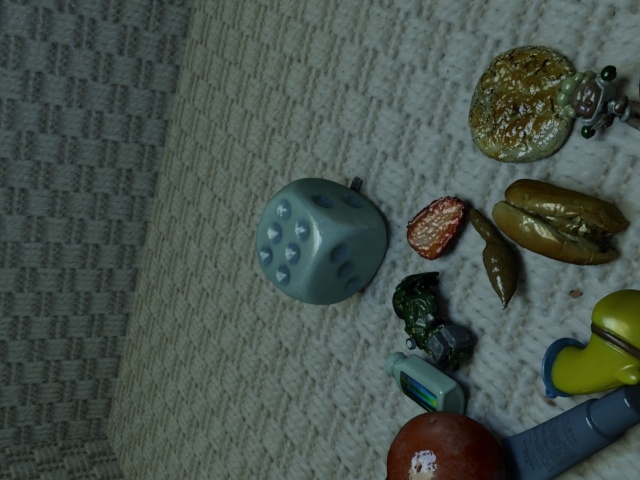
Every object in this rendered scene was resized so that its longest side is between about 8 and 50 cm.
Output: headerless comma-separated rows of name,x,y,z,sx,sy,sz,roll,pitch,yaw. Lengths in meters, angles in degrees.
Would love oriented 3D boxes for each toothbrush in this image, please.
toothbrush,0.062,-0.039,2.115,0.031,0.023,0.321,47,125,49

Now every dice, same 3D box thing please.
dice,0.000,0.000,1.970,0.264,0.263,0.268,48,123,36

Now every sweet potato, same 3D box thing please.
sweet potato,0.394,0.029,1.595,0.075,0.075,0.269,-50,39,41

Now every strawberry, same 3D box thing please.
strawberry,0.294,-0.034,1.743,0.188,0.082,0.121,-43,73,34

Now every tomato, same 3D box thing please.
tomato,0.281,0.503,1.559,0.265,0.265,0.264,-5,84,55

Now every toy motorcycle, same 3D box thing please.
toy motorcycle,0.266,0.182,1.731,0.274,0.125,0.187,53,139,40

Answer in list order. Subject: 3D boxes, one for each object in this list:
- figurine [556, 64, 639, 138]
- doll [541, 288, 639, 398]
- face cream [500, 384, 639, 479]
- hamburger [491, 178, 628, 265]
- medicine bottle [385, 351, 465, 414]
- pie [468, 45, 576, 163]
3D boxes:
figurine,0.543,-0.260,1.371,0.197,0.094,0.147,45,134,46
doll,0.531,0.197,1.311,0.363,0.145,0.199,-55,11,42
face cream,0.492,0.393,1.421,0.385,0.086,0.135,-53,37,45
hamburger,0.450,-0.040,1.440,0.283,0.157,0.144,28,112,50
medicine bottle,0.249,0.350,1.756,0.229,0.083,0.121,29,142,51
pie,0.437,-0.291,1.561,0.274,0.055,0.274,-5,84,50
